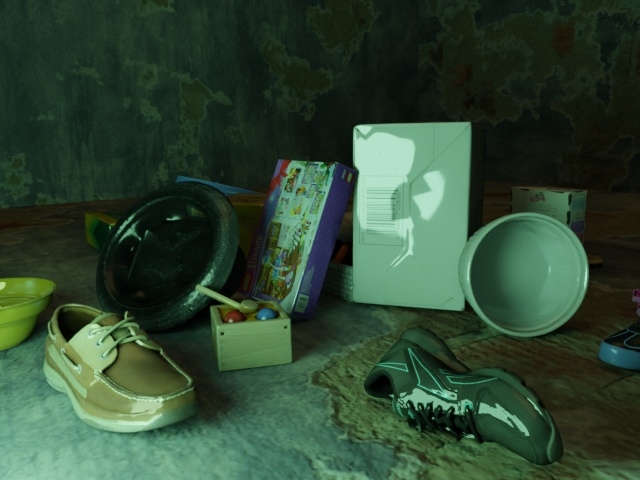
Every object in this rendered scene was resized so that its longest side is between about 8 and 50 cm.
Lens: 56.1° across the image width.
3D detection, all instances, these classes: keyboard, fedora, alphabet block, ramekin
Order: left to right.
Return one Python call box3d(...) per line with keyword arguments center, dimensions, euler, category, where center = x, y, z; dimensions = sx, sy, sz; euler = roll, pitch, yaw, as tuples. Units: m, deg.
box3d(center=(-0.263, 0.048, 1.147), dimensions=(0.334, 0.333, 0.152), euler=(6, -20, 34), category="fedora")
box3d(center=(-0.169, -0.010, 1.448), dimensions=(0.194, 0.192, 0.197), euler=(1, 10, 22), category="alphabet block")
box3d(center=(-0.008, 0.071, 1.305), dimensions=(0.014, 0.072, 0.256), euler=(-13, 15, -34), category="keyboard")
box3d(center=(0.336, 0.055, 1.033), dimensions=(0.207, 0.207, 0.109), euler=(-2, 1, -4), category="ramekin")

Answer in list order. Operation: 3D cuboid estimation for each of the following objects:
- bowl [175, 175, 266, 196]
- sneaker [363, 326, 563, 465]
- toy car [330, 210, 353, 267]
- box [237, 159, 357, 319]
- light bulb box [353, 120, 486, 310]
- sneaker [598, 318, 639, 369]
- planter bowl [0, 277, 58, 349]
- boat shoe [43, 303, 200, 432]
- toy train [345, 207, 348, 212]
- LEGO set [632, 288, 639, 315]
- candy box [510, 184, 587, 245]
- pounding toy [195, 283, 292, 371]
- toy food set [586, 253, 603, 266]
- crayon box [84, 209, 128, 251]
box3d(center=(-0.232, -0.110, 1.750), dimensions=(0.392, 0.077, 0.391), euler=(12, 2, 0), category="bowl")
box3d(center=(0.152, 0.190, 0.687), dimensions=(0.106, 0.101, 0.267), euler=(-30, 22, -20), category="sneaker")
box3d(center=(0.056, 0.028, 1.406), dimensions=(0.136, 0.159, 0.182), euler=(40, 25, 16), category="toy car")
box3d(center=(-0.051, -0.011, 1.175), dimensions=(0.057, 0.293, 0.201), euler=(20, -4, -38), category="box")
box3d(center=(0.222, -0.074, 1.281), dimensions=(0.225, 0.357, 0.361), euler=(4, 11, 18), category="light bulb box")
box3d(center=(0.510, 0.129, 0.896), dimensions=(0.232, 0.090, 0.081), euler=(-6, 12, -25), category="sneaker")
box3d(center=(-0.554, 0.131, 1.010), dimensions=(0.217, 0.090, 0.217), euler=(-2, 12, 0), category="planter bowl")
box3d(center=(-0.276, 0.155, 0.785), dimensions=(0.325, 0.116, 0.123), euler=(8, 15, 40), category="boat shoe")
box3d(center=(-0.070, -0.099, 2.002), dimensions=(0.334, 0.142, 0.190), euler=(9, 13, 44), category="toy train")
box3d(center=(0.646, 0.117, 0.997), dimensions=(0.227, 0.093, 0.087), euler=(10, 46, 29), category="LEGO set")
box3d(center=(0.537, -0.028, 1.430), dimensions=(0.070, 0.196, 0.165), euler=(-9, 14, -33), category="candy box")
box3d(center=(-0.124, 0.129, 0.945), dimensions=(0.130, 0.100, 0.141), euler=(-4, 11, -15), category="pounding toy")
box3d(center=(0.649, 0.049, 1.475), dimensions=(0.083, 0.020, 0.083), euler=(2, 12, 20), category="toy food set")
box3d(center=(-0.492, -0.035, 1.822), dimensions=(0.363, 0.106, 0.313), euler=(-6, 11, -32), category="crayon box")
